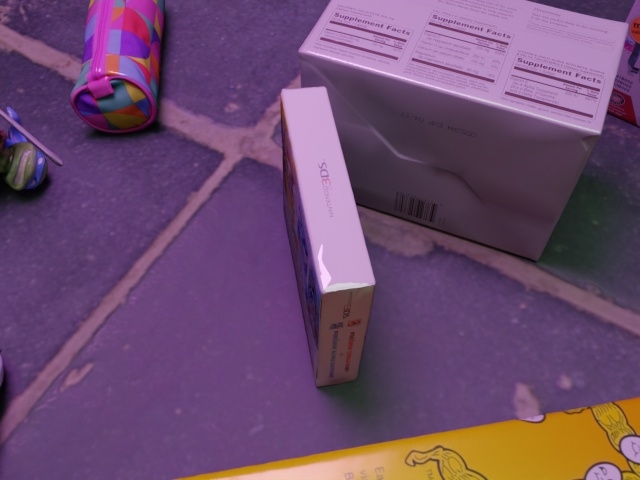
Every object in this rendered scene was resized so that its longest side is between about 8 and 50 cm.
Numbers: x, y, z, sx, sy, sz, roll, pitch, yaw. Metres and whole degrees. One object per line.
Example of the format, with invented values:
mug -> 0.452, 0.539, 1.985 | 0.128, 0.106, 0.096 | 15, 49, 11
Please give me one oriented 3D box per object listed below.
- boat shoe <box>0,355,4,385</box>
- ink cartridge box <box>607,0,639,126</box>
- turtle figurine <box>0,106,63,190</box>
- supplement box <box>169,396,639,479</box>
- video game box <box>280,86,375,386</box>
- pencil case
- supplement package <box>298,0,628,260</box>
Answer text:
boat shoe -> -0.312, 0.178, 0.581 | 0.065, 0.083, 0.183 | -3, 30, -2
ink cartridge box -> 0.407, -0.223, 0.759 | 0.128, 0.176, 0.127 | 32, 63, 19
turtle figurine -> -0.385, -0.082, 0.629 | 0.266, 0.198, 0.274 | 17, 42, -29
supplement box -> 0.070, 0.248, 0.449 | 0.357, 0.194, 0.195 | -8, 58, -5
video game box -> 0.000, 0.000, 0.614 | 0.048, 0.187, 0.205 | -9, 58, -5
pencil case -> -0.241, -0.242, 0.825 | 0.105, 0.104, 0.236 | -6, 58, -3
supplement package -> 0.129, -0.126, 0.682 | 0.262, 0.204, 0.145 | 19, 60, 13
